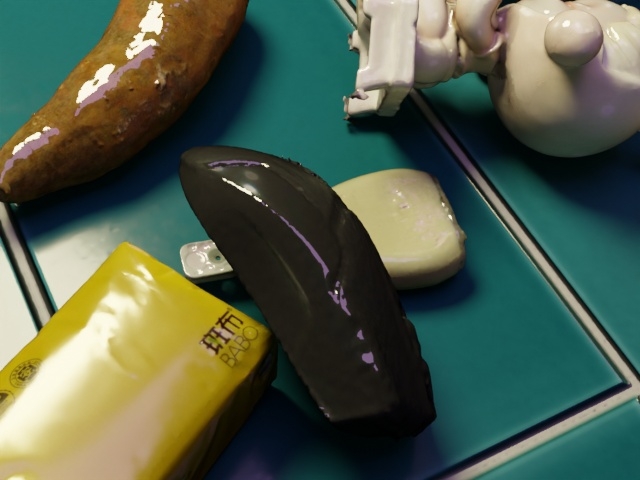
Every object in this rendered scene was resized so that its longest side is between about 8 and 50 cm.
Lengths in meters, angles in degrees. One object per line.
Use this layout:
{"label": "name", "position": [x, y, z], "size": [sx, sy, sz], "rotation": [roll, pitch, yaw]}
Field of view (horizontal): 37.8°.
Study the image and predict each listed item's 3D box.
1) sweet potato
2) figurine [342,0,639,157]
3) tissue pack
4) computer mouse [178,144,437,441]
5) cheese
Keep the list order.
{"label": "sweet potato", "position": [-0.132, -0.130, 0.689], "size": [0.097, 0.097, 0.292], "rotation": [24, 56, 10]}
{"label": "figurine", "position": [0.146, -0.128, 0.685], "size": [0.257, 0.182, 0.144], "rotation": [9, 69, -3]}
{"label": "tissue pack", "position": [-0.115, 0.097, 0.531], "size": [0.120, 0.082, 0.169], "rotation": [31, 56, 13]}
{"label": "computer mouse", "position": [0.001, 0.020, 0.555], "size": [0.073, 0.122, 0.217], "rotation": [-35, 80, 11]}
{"label": "cheese", "position": [0.000, 0.000, 0.642], "size": [0.192, 0.037, 0.097], "rotation": [-9, 55, -14]}
